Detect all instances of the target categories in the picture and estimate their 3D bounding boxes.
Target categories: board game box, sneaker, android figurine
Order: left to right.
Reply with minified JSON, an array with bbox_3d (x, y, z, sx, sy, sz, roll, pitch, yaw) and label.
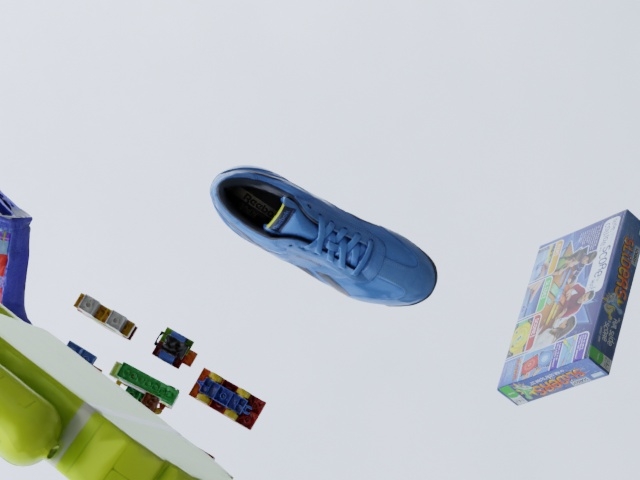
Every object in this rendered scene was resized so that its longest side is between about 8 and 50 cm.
[{"bbox_3d":[-0.156,0.112,1.137,0.056,0.273,0.248,-53,-16,-1],"label":"android figurine"},{"bbox_3d":[0.000,0.000,1.538,0.069,0.209,0.082,-63,-5,4],"label":"sneaker"},{"bbox_3d":[0.269,0.071,1.931,0.035,0.136,0.201,38,-128,-22],"label":"board game box"}]

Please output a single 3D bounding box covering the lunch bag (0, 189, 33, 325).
[{"bbox_3d":[-0.413,0.033,1.968,0.138,0.293,0.221,-10,-60,-44],"label":"lunch bag"}]

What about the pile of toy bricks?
[{"bbox_3d":[-0.165,0.147,1.792,0.118,0.212,0.105,-59,-5,-9],"label":"pile of toy bricks"}]
